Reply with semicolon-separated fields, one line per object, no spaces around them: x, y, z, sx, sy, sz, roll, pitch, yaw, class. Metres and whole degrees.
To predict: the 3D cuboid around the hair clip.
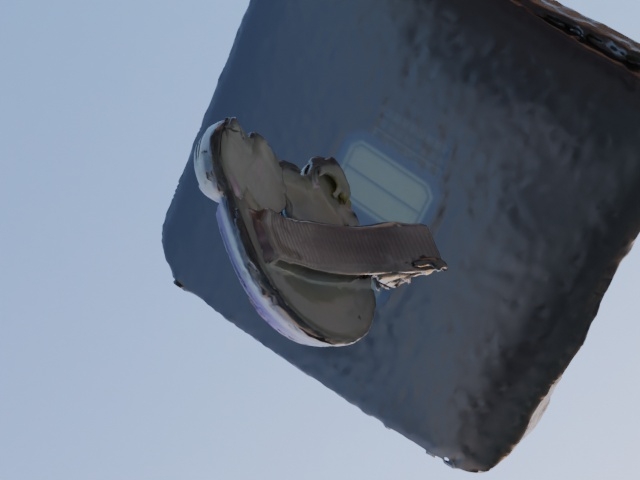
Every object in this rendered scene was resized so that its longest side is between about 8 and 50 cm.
0.000;0.000;0.827;0.172;0.049;0.116;9;-125;-53;hair clip

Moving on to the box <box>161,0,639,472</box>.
0.066;-0.042;1.192;0.091;0.359;0.350;-25;-37;-59;box
